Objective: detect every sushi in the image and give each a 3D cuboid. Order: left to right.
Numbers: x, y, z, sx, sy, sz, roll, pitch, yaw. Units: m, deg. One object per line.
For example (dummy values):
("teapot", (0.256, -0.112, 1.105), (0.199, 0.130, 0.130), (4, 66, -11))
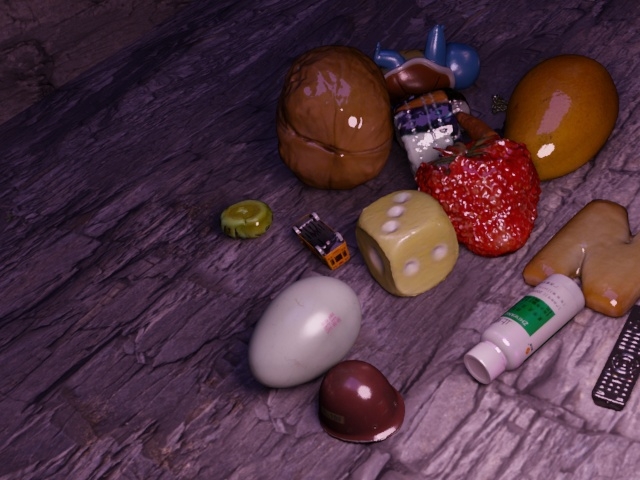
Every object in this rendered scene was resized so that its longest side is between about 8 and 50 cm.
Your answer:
("sushi", (0.295, -0.331, 2.145), (0.225, 0.124, 0.127), (-20, 31, 1))

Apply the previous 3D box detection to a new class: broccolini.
("broccolini", (0.532, -0.347, 2.142), (0.052, 0.054, 0.194), (-12, 34, -25))

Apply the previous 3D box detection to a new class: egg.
("egg", (-0.033, 0.182, 1.559), (0.264, 0.182, 0.183), (-42, 42, -19))

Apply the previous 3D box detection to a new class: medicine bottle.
("medicine bottle", (0.382, 0.167, 1.482), (0.260, 0.095, 0.095), (-36, 40, -24))

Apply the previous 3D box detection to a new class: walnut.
("walnut", (0.040, -0.319, 2.050), (0.308, 0.354, 0.397), (11, 39, -12))

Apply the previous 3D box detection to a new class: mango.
("mango", (0.570, -0.290, 1.908), (0.264, 0.221, 0.378), (16, 59, 35))

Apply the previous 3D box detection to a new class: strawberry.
("strawberry", (0.358, -0.105, 1.771), (0.261, 0.257, 0.261), (-21, 14, 6))

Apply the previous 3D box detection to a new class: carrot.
("carrot", (0.387, -0.284, 1.993), (0.061, 0.061, 0.209), (-19, 32, -3))

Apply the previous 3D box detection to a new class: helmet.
("helmet", (0.068, 0.284, 1.452), (0.155, 0.106, 0.175), (-35, 44, -22))

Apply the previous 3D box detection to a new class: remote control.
("remote control", (0.556, 0.206, 1.417), (0.063, 0.025, 0.245), (14, 46, 35))

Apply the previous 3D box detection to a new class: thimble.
("thimble", (0.277, -0.250, 1.975), (0.150, 0.237, 0.237), (-16, 36, 8))

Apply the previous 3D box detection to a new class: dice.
("dice", (0.187, 0.003, 1.712), (0.169, 0.169, 0.166), (-28, 38, -14))

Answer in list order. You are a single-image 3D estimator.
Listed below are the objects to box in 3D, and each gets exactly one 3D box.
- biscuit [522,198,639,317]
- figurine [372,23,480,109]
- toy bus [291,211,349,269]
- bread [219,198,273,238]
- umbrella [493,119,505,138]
("biscuit", (0.582, 0.025, 1.613), (0.291, 0.062, 0.237), (-38, 41, -24))
("figurine", (0.260, -0.479, 2.281), (0.416, 0.298, 0.243), (-34, 73, -17))
("toy bus", (0.000, 0.000, 1.876), (0.070, 0.074, 0.162), (-36, 41, -12))
("bread", (-0.189, -0.051, 2.022), (0.139, 0.071, 0.130), (-16, 39, -1))
("umbrella", (0.449, -0.250, 2.024), (0.071, 0.070, 0.248), (13, 44, 35))
